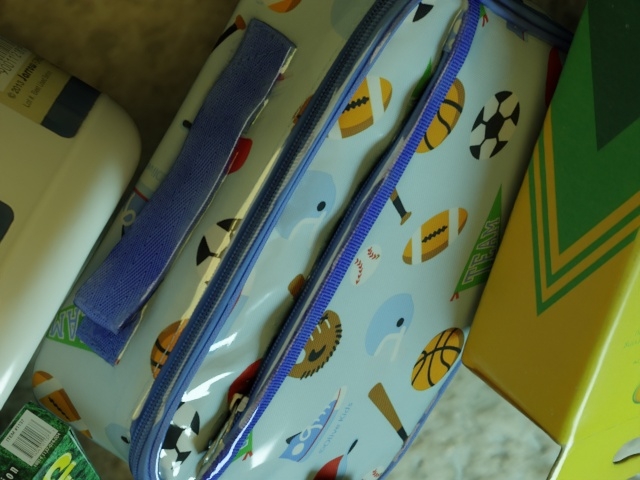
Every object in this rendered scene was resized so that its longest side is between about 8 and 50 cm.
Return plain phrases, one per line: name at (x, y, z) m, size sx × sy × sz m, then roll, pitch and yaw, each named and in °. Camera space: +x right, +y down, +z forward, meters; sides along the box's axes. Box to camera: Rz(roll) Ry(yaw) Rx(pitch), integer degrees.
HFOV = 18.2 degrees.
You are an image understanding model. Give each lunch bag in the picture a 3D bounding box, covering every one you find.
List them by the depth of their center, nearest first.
lunch bag at (0.000, 0.000, 0.979) m, size 0.243 × 0.115 × 0.303 m, roll 18°, pitch 103°, yaw -58°

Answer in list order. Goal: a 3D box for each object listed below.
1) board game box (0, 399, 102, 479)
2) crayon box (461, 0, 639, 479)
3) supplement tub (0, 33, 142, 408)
board game box at (-0.151, 0.178, 1.006) m, size 0.030 × 0.260 × 0.136 m, roll 34°, pitch 73°, yaw 16°
crayon box at (0.191, -0.024, 1.007) m, size 0.202 × 0.081 × 0.318 m, roll -13°, pitch 131°, yaw -42°
supplement tub at (-0.267, -0.034, 0.915) m, size 0.316 × 0.228 × 0.228 m, roll 30°, pitch 102°, yaw -6°
